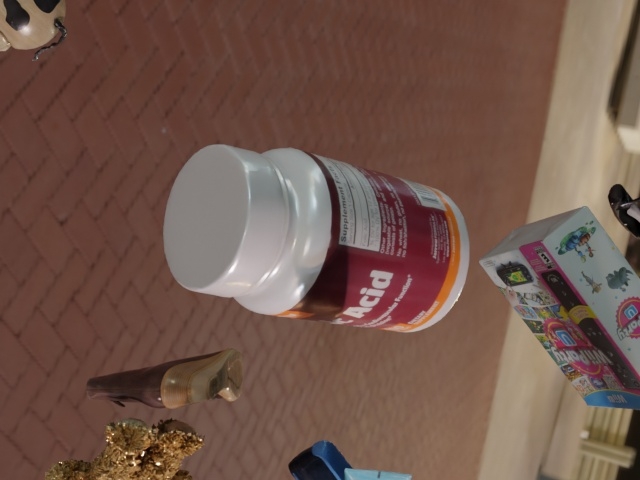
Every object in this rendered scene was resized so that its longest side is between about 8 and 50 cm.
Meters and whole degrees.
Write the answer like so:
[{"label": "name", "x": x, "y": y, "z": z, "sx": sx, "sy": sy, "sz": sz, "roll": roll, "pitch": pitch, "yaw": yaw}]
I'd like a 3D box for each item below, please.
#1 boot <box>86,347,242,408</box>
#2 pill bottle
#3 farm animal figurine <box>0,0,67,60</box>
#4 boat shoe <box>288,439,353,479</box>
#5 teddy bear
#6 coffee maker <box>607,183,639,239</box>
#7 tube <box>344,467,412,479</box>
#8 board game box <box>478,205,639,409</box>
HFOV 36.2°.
[{"label": "boot", "x": -0.248, "y": 0.226, "z": 1.625, "sx": 0.248, "sy": 0.207, "sz": 0.090, "roll": 3, "pitch": 87, "yaw": -77}, {"label": "pill bottle", "x": 0.000, "y": 0.000, "z": 1.344, "sx": 0.392, "sy": 0.224, "sz": 0.224, "roll": 11, "pitch": 92, "yaw": -40}, {"label": "farm animal figurine", "x": -0.405, "y": -0.303, "z": 1.040, "sx": 0.327, "sy": 0.172, "sz": 0.330, "roll": 30, "pitch": 71, "yaw": -38}, {"label": "boat shoe", "x": 0.037, "y": 0.446, "z": 1.661, "sx": 0.258, "sy": 0.089, "sz": 0.109, "roll": 60, "pitch": 18, "yaw": -13}, {"label": "teddy bear", "x": -0.333, "y": 0.410, "z": 1.668, "sx": 0.245, "sy": 0.338, "sz": 0.113, "roll": 27, "pitch": 33, "yaw": -48}, {"label": "coffee maker", "x": 0.291, "y": -0.041, "z": 0.685, "sx": 0.171, "sy": 0.120, "sz": 0.178, "roll": -57, "pitch": 152, "yaw": -11}, {"label": "tube", "x": 0.058, "y": 0.330, "z": 1.247, "sx": 0.207, "sy": 0.080, "sz": 0.052, "roll": 101, "pitch": -11, "yaw": -58}, {"label": "board game box", "x": 0.406, "y": 0.110, "z": 1.494, "sx": 0.097, "sy": 0.303, "sz": 0.224, "roll": -39, "pitch": -177, "yaw": -16}]
